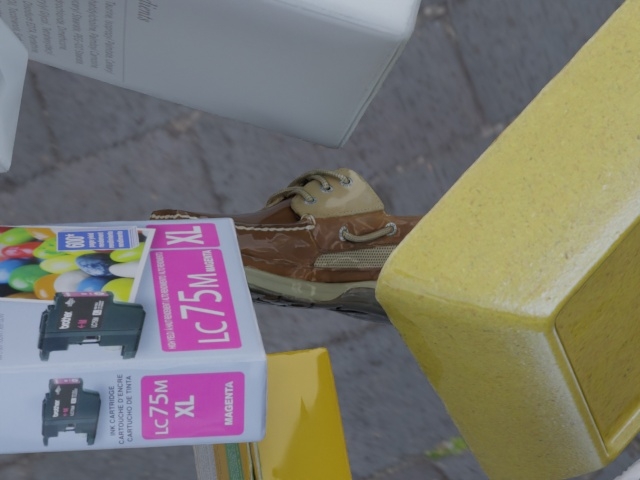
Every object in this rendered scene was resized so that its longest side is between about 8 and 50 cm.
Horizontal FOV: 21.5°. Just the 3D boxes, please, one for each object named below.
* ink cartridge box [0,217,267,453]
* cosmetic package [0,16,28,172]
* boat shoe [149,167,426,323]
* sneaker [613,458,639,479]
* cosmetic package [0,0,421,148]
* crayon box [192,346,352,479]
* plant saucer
[{"bbox_3d":[-0.193,0.052,0.947,0.311,0.186,0.065,-4,115,-7],"label":"ink cartridge box"},{"bbox_3d":[-0.396,-0.128,0.941,0.377,0.284,0.097,-2,64,15],"label":"cosmetic package"},{"bbox_3d":[0.000,0.000,1.401,0.122,0.324,0.120,3,84,50],"label":"boat shoe"},{"bbox_3d":[0.223,0.278,0.999,0.124,0.321,0.180,-20,41,-33],"label":"sneaker"},{"bbox_3d":[-0.105,-0.305,1.272,0.393,0.327,0.329,17,77,-4],"label":"cosmetic package"},{"bbox_3d":[-0.034,0.214,1.347,0.083,0.323,0.203,-6,72,-12],"label":"crayon box"},{"bbox_3d":[0.211,0.000,1.083,0.333,0.333,0.081,-47,57,-9],"label":"plant saucer"}]
